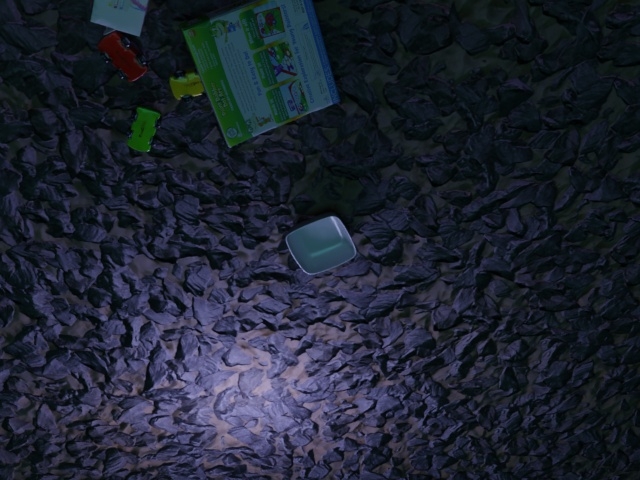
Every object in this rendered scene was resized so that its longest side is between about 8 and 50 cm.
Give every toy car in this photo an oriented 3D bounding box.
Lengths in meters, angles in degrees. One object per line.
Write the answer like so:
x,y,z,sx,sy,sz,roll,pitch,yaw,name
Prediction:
-0.336,-0.284,1.384,0.239,0.053,0.225,17,122,-16,toy car

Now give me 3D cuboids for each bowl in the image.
0.000,0.000,1.622,0.142,0.053,0.142,-23,124,9,bowl

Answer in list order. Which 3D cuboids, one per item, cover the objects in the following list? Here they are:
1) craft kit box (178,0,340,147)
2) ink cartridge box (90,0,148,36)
-0.110,-0.337,1.337,0.247,0.061,0.250,-25,125,-9,craft kit box
-0.352,-0.442,1.247,0.090,0.092,0.143,14,124,-16,ink cartridge box
